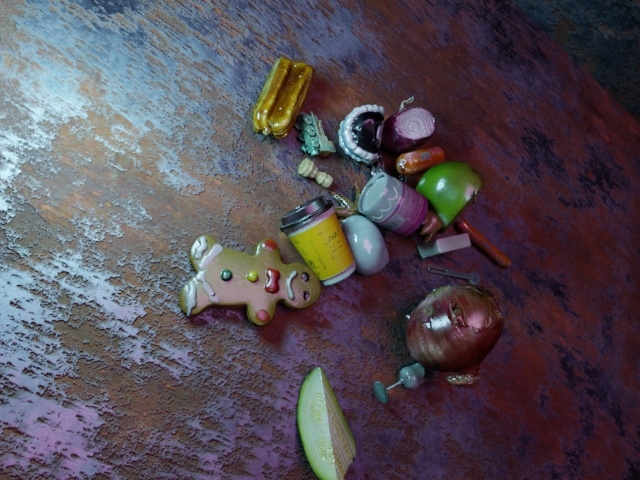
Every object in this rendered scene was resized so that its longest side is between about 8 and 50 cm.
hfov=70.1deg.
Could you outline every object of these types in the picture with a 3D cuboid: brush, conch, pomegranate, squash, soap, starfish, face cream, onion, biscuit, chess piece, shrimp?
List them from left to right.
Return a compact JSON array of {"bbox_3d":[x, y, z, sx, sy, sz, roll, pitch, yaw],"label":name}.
[{"bbox_3d":[-0.194,0.118,1.395,0.432,0.064,0.283,12,69,-18],"label":"biscuit"},{"bbox_3d":[-0.015,-0.239,1.632,0.122,0.066,0.066,28,64,-25],"label":"chess piece"},{"bbox_3d":[-0.012,0.561,1.360,0.288,0.111,0.203,65,24,-2],"label":"squash"},{"bbox_3d":[0.114,-0.098,1.665,0.238,0.057,0.213,42,67,-11],"label":"starfish"},{"bbox_3d":[0.165,0.013,1.616,0.185,0.121,0.221,-39,108,-56],"label":"conch"},{"bbox_3d":[0.280,-0.209,1.782,0.178,0.075,0.289,-7,79,-36],"label":"shrimp"},{"bbox_3d":[0.257,-0.128,1.631,0.195,0.175,0.175,28,64,-22],"label":"face cream"},{"bbox_3d":[0.338,-0.430,1.814,0.200,0.200,0.207,45,63,-10],"label":"onion"},{"bbox_3d":[0.451,-0.160,1.750,0.358,0.310,0.216,-40,79,-13],"label":"pomegranate"},{"bbox_3d":[0.487,0.023,1.797,0.183,0.121,0.063,-10,82,-32],"label":"soap"},{"bbox_3d":[0.452,0.296,1.563,0.354,0.354,0.353,9,71,-27],"label":"onion"},{"bbox_3d":[0.542,0.136,1.855,0.266,0.027,0.062,12,69,-22],"label":"brush"}]

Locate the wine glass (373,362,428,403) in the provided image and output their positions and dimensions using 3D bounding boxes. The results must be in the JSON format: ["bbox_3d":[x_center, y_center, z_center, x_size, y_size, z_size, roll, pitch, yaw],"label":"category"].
[{"bbox_3d":[0.281,0.487,1.570,0.195,0.079,0.079,-16,83,-31],"label":"wine glass"}]

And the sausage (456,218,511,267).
[{"bbox_3d":[0.703,0.016,1.958,0.348,0.053,0.053,37,61,-15],"label":"sausage"}]

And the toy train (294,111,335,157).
[{"bbox_3d":[-0.023,-0.387,1.669,0.118,0.074,0.176,-6,74,-40],"label":"toy train"}]

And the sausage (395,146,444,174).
[{"bbox_3d":[0.387,-0.315,1.809,0.312,0.093,0.093,-21,86,-49],"label":"sausage"}]

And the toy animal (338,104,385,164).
[{"bbox_3d":[0.148,-0.399,1.695,0.156,0.204,0.208,10,95,-10],"label":"toy animal"}]

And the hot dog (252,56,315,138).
[{"bbox_3d":[-0.131,-0.500,1.611,0.158,0.117,0.348,18,64,-2],"label":"hot dog"}]

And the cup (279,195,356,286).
[{"bbox_3d":[0.000,0.000,1.504,0.196,0.196,0.279,-36,102,-32],"label":"cup"}]
